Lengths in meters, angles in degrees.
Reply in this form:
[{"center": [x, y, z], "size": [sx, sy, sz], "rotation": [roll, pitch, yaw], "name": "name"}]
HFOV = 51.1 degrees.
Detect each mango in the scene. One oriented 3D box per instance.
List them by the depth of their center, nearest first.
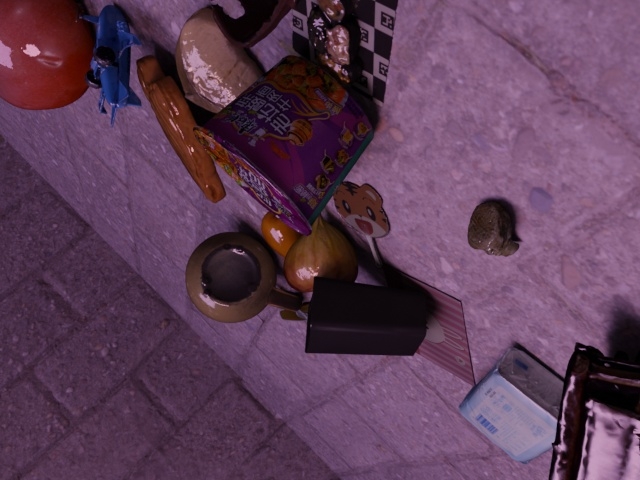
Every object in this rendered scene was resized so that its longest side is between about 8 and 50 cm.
[{"center": [-0.070, 0.002, 1.545], "size": [0.102, 0.085, 0.184], "rotation": [20, 150, 47], "name": "mango"}]

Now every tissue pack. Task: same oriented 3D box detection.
[{"center": [0.383, 0.321, 1.289], "size": [0.177, 0.089, 0.263], "rotation": [38, 153, 16], "name": "tissue pack"}]

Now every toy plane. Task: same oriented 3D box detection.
[{"center": [-0.438, -0.385, 1.407], "size": [0.254, 0.105, 0.271], "rotation": [-38, 64, 50], "name": "toy plane"}]

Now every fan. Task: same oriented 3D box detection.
[{"center": [0.089, -0.028, 1.316], "size": [0.153, 0.008, 0.226], "rotation": [19, 143, 45], "name": "fan"}]

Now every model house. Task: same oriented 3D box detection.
[{"center": [0.511, 0.306, 0.955], "size": [0.283, 0.297, 0.317], "rotation": [14, 104, 37], "name": "model house"}]

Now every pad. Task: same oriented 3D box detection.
[{"center": [0.231, 0.183, 1.422], "size": [0.202, 0.005, 0.299], "rotation": [27, 150, 38], "name": "pad"}]

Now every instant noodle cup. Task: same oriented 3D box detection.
[{"center": [-0.048, -0.159, 1.067], "size": [0.251, 0.190, 0.251], "rotation": [40, 172, 7], "name": "instant noodle cup"}]

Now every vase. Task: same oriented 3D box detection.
[{"center": [-0.205, 0.123, 1.835], "size": [0.329, 0.240, 0.302], "rotation": [23, 169, -5], "name": "vase"}]

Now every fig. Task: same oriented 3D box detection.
[{"center": [-0.003, 0.015, 1.388], "size": [0.160, 0.143, 0.230], "rotation": [4, 134, 12], "name": "fig"}]

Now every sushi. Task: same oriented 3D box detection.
[{"center": [0.011, -0.299, 0.969], "size": [0.192, 0.050, 0.215], "rotation": [38, 155, 19], "name": "sushi"}]

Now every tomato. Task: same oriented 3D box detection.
[{"center": [-0.700, -0.473, 1.604], "size": [0.341, 0.273, 0.341], "rotation": [38, 155, 21], "name": "tomato"}]

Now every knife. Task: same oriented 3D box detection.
[{"center": [-0.056, 0.209, 1.919], "size": [0.061, 0.027, 0.343], "rotation": [47, 157, -11], "name": "knife"}]

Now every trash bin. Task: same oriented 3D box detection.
[{"center": [0.088, 0.160, 1.356], "size": [0.226, 0.115, 0.165], "rotation": [5, 151, -3], "name": "trash bin"}]

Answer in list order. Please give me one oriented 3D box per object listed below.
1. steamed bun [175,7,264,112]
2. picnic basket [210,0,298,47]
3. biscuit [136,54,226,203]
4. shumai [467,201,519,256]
[{"center": [-0.207, -0.315, 1.242], "size": [0.231, 0.110, 0.212], "rotation": [21, 146, 40], "name": "steamed bun"}, {"center": [-0.057, -0.385, 0.817], "size": [0.222, 0.129, 0.297], "rotation": [61, 155, -4], "name": "picnic basket"}, {"center": [-0.315, -0.247, 1.475], "size": [0.312, 0.057, 0.351], "rotation": [54, 167, 28], "name": "biscuit"}, {"center": [0.268, -0.010, 1.003], "size": [0.080, 0.082, 0.083], "rotation": [18, -160, -22], "name": "shumai"}]
